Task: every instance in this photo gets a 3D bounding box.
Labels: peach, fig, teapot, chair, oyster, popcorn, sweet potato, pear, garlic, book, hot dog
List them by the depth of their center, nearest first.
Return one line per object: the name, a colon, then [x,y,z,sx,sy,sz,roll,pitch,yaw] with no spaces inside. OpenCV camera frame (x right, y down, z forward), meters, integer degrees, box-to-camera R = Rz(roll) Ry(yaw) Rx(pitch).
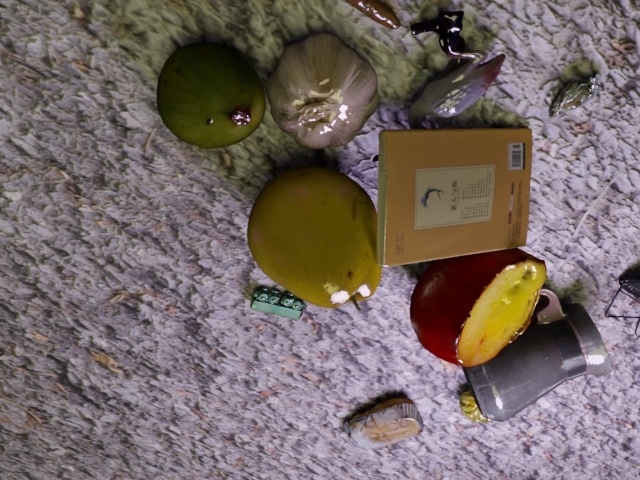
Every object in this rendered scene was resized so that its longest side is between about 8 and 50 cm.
sweet potato: [0.052,-0.464,1.070,0.074,0.075,0.269,-36,125,22]
fig: [-0.201,-0.262,1.123,0.202,0.225,0.203,-13,122,-22]
garlic: [0.003,-0.278,1.160,0.227,0.152,0.228,-3,124,-5]
book: [0.285,-0.096,1.233,0.388,0.032,0.269,-5,102,-27]
oyster: [0.530,-0.302,1.246,0.100,0.037,0.098,-19,148,-13]
pear: [-0.013,0.002,1.259,0.284,0.337,0.285,2,146,1]
peach: [0.381,0.144,1.421,0.338,0.281,0.281,-29,124,36]
chair: [0.854,0.123,1.539,0.140,0.221,0.145,28,164,-22]
teapot: [0.544,0.292,1.588,0.343,0.253,0.300,-21,94,4]
popcorn: [0.481,0.489,1.804,0.120,0.116,0.106,-31,166,23]
hot dog: [0.197,0.572,1.865,0.270,0.082,0.163,-28,115,27]

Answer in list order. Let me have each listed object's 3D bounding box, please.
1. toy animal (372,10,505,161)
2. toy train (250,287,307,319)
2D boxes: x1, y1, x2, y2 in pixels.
toy animal: [0.241,-0.290,1.200,0.195,0.090,0.324,13,117,-5]
toy train: [-0.109,0.164,1.564,0.147,0.038,0.071,15,128,-14]
